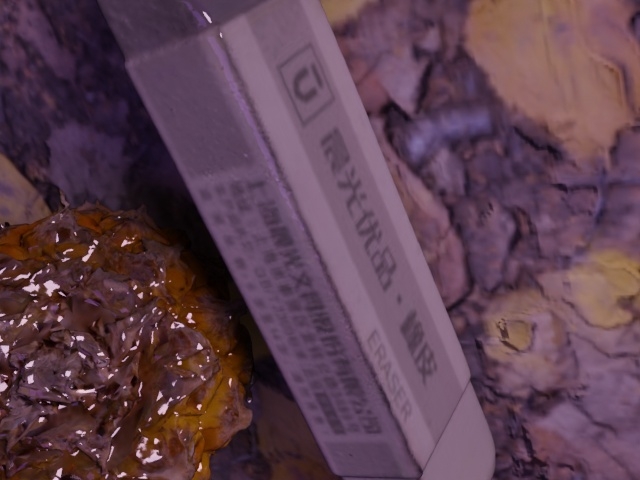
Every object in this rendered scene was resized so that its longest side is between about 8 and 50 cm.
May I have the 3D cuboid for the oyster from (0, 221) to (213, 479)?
[{"bbox_3d":[-0.215,0.086,0.562,0.341,0.166,0.110,32,128,-9],"label":"oyster"}]

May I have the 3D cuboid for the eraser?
[{"bbox_3d":[0.000,0.000,0.416,0.061,0.089,0.351,-8,117,36],"label":"eraser"}]

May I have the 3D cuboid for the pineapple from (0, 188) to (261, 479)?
[{"bbox_3d":[-0.135,0.068,0.455,0.225,0.224,0.076,33,161,5],"label":"pineapple"}]
